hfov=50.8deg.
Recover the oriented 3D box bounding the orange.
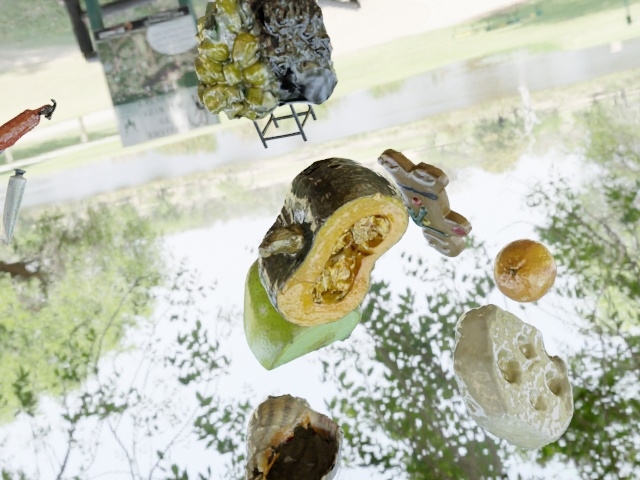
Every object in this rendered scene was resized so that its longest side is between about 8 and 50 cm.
[{"bbox_3d":[0.556,0.082,1.847,0.155,0.177,0.178,25,163,-33],"label":"orange"}]

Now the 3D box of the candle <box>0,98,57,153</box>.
[{"bbox_3d":[-0.762,-0.248,1.637,0.302,0.059,0.084,-44,-178,-21],"label":"candle"}]

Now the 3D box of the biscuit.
[{"bbox_3d":[0.233,-0.063,1.447,0.049,0.301,0.197,-45,-136,-14],"label":"biscuit"}]

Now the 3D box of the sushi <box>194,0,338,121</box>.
[{"bbox_3d":[-0.145,-0.433,1.474,0.285,0.328,0.328,-16,-150,-12],"label":"sushi"}]

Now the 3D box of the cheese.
[{"bbox_3d":[0.426,0.293,1.500,0.318,0.326,0.115,-17,169,-47],"label":"cheese"}]

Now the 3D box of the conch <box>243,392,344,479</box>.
[{"bbox_3d":[-0.060,0.437,1.351,0.210,0.158,0.291,8,-135,13],"label":"conch"}]

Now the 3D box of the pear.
[{"bbox_3d":[-0.076,0.160,1.898,0.343,0.318,0.238,-16,145,-44],"label":"pear"}]

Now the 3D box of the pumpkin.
[{"bbox_3d":[0.000,0.000,1.141,0.222,0.139,0.317,10,131,-26],"label":"pumpkin"}]

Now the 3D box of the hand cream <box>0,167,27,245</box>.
[{"bbox_3d":[-0.778,-0.085,1.703,0.067,0.194,0.042,19,-173,40],"label":"hand cream"}]

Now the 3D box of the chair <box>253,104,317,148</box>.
[{"bbox_3d":[-0.130,-0.402,1.864,0.155,0.260,0.141,-7,-142,22],"label":"chair"}]
